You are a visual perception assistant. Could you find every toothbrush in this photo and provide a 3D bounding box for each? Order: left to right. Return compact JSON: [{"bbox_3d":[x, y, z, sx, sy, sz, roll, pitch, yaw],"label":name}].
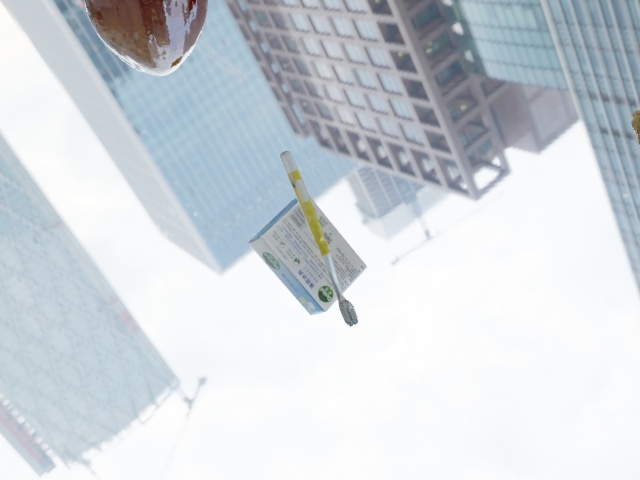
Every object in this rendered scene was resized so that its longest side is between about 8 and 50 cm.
[{"bbox_3d":[0.000,0.000,1.360,0.021,0.288,0.024,-27,-168,-25],"label":"toothbrush"}]

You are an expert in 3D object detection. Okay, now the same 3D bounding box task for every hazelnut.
[{"bbox_3d":[-0.243,-0.342,1.285,0.181,0.181,0.212,-46,-137,6],"label":"hazelnut"}]

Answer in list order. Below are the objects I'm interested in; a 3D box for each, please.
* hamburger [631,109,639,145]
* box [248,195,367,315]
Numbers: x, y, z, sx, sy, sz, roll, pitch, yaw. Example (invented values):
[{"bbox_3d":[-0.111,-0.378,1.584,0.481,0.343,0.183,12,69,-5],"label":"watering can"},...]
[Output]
[{"bbox_3d":[0.632,-0.154,1.455,0.124,0.262,0.131,-63,-160,-11],"label":"hamburger"},{"bbox_3d":[-0.022,0.028,1.753,0.139,0.194,0.073,-45,-168,-27],"label":"box"}]
